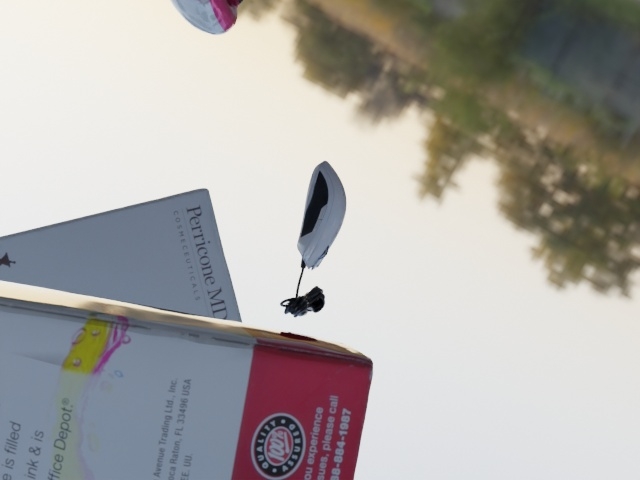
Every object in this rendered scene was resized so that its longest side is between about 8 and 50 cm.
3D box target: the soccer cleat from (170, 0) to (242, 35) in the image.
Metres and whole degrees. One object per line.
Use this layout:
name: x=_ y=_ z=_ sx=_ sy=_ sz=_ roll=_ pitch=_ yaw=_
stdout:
soccer cleat: x=-0.171 y=-0.322 z=1.324 sx=0.116 sy=0.143 sz=0.331 roll=8 pitch=-116 yaw=-82

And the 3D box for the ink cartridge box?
ink cartridge box: x=-0.146 y=0.142 z=0.831 sx=0.306 sy=0.226 sz=0.131 roll=11 pitch=-179 yaw=-12

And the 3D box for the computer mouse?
computer mouse: x=0.000 y=0.000 z=1.822 sx=0.042 sy=0.193 sz=0.106 roll=11 pitch=179 yaw=18

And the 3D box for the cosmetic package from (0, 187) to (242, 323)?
cosmetic package: x=-0.344 y=0.095 z=1.949 sx=0.453 sy=0.230 sz=0.161 roll=-15 pitch=-178 yaw=-13
